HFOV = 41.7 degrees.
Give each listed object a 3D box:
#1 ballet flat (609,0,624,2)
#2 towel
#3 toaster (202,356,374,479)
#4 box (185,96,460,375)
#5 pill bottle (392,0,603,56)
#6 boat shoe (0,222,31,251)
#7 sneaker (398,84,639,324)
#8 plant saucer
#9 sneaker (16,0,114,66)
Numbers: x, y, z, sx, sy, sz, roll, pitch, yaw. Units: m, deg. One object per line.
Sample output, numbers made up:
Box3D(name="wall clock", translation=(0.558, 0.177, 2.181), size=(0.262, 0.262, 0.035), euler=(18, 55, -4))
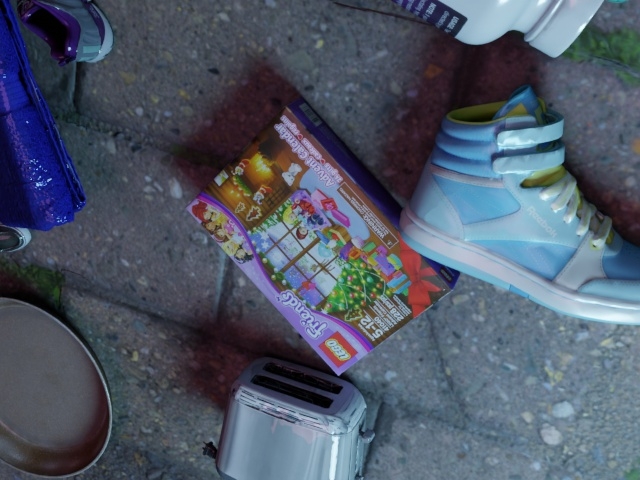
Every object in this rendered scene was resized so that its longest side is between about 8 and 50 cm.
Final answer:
Box3D(name="ballet flat", translation=(0.261, -0.347, 0.793), size=(0.083, 0.087, 0.247), euler=(-14, 104, 25))
Box3D(name="towel", translation=(-0.410, -0.167, 1.093), size=(0.228, 0.076, 0.308), euler=(6, 116, 53))
Box3D(name="toaster", translation=(-0.043, 0.252, 1.114), size=(0.227, 0.129, 0.146), euler=(16, 111, 17))
Box3D(name="box", translation=(0.000, 0.000, 1.039), size=(0.293, 0.057, 0.201), euler=(47, 119, -2))
Box3D(name="pill bottle", translation=(0.102, -0.297, 0.742), size=(0.323, 0.181, 0.181), euler=(30, 117, -2))
Box3D(name="boat shoe", translation=(-0.487, 0.003, 1.228), size=(0.142, 0.040, 0.049), euler=(-6, 122, 25))
Box3D(name="sneaker", translation=(0.252, -0.046, 0.890), size=(0.319, 0.127, 0.208), euler=(19, 116, 12))
Box3D(name="plant saucer", translation=(-0.446, 0.222, 1.296), size=(0.311, 0.050, 0.310), euler=(7, 112, 19))
Box3D(name="sneaker", translation=(-0.347, -0.315, 1.027), size=(0.083, 0.098, 0.223), euler=(-35, 95, 28))
